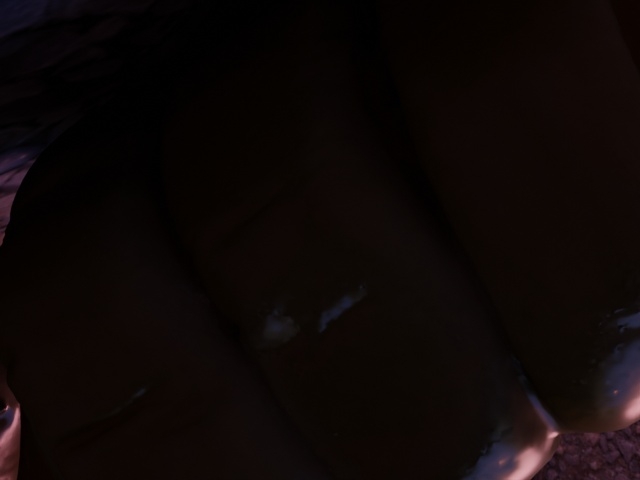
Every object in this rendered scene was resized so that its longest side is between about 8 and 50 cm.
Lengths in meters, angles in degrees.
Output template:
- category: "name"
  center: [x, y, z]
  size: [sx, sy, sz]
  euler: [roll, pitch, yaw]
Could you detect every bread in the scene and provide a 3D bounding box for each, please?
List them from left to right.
- category: "bread"
  center: [0.041, -0.022, 0.691]
  size: [0.341, 0.210, 0.300]
  euler: [-32, -177, 29]

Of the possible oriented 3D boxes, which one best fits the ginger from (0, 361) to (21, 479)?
- category: "ginger"
  center: [-0.260, 0.110, 0.812]
  size: [0.244, 0.155, 0.304]
  euler: [-24, 168, 35]
